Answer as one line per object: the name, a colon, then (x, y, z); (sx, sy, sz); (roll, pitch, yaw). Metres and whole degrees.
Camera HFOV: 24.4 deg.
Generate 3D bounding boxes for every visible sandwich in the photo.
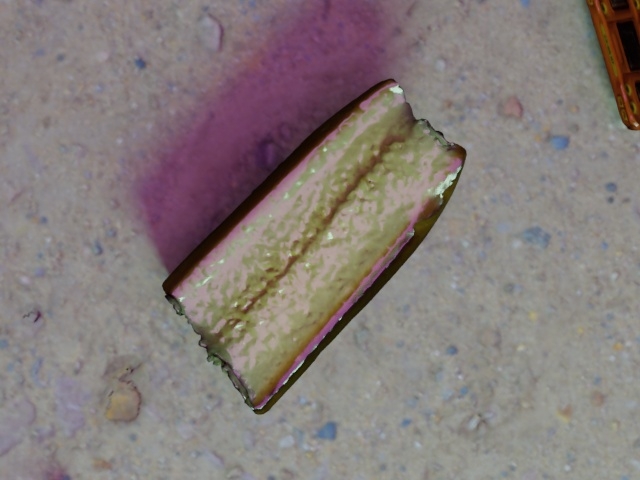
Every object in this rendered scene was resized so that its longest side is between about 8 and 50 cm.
sandwich: (0.000, 0.000, 1.078); (0.235, 0.128, 0.122); (-45, 93, 2)

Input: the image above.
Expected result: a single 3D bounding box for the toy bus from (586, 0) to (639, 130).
toy bus: (0.373, -0.191, 1.090); (0.329, 0.153, 0.143); (-18, 96, -5)
